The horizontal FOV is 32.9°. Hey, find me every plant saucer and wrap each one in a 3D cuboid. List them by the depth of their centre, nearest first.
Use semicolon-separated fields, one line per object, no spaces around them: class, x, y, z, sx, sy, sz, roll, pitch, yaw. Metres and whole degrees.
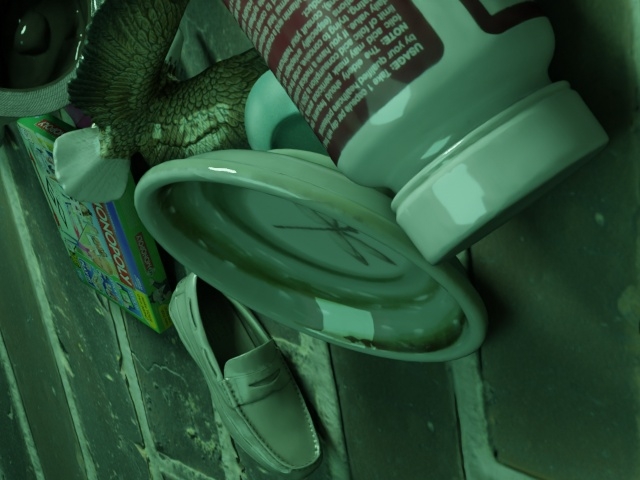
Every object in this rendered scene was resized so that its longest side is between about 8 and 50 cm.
plant saucer;0.000;0.000;1.166;0.400;0.100;0.400;20;158;9
plant saucer;0.000;-0.103;1.174;0.195;0.037;0.195;13;131;16

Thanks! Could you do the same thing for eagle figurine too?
eagle figurine;-0.186;-0.180;1.272;0.298;0.226;0.225;-15;88;56

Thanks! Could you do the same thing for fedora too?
fedora;-0.395;-0.273;1.452;0.124;0.244;0.275;111;157;-75

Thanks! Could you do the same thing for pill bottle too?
pill bottle;0.063;-0.189;0.958;0.392;0.224;0.224;56;142;8

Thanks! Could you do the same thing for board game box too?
board game box;-0.326;-0.027;1.605;0.213;0.046;0.317;28;143;38

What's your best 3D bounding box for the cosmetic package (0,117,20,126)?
cosmetic package;-0.513;-0.261;1.611;0.151;0.184;0.151;54;141;10

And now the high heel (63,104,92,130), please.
high heel;-0.262;-0.195;1.473;0.244;0.082;0.117;-20;126;40

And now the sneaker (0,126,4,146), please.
sneaker;-0.601;-0.251;1.807;0.086;0.085;0.237;-22;92;60

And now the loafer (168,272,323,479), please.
loafer;-0.100;0.180;1.471;0.319;0.112;0.111;53;150;12
